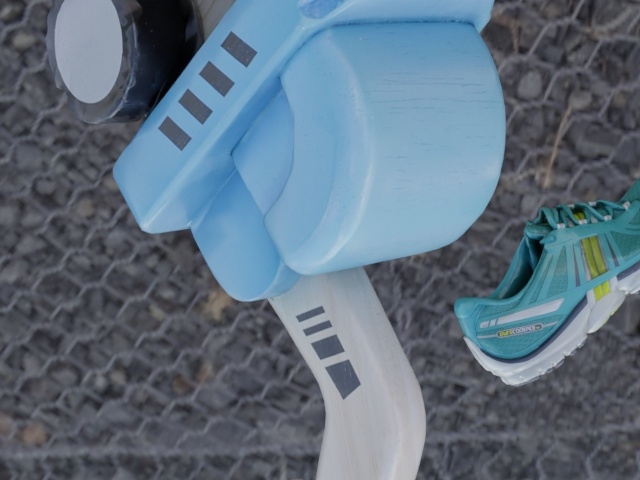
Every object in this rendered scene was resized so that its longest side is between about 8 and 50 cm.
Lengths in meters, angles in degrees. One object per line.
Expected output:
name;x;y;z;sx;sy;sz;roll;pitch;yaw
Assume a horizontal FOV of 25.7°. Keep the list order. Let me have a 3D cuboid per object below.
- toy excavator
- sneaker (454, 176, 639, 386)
toy excavator;0.000;0.000;0.939;0.433;0.222;0.445;-47;63;39
sneaker;0.237;0.009;1.256;0.275;0.107;0.110;-43;97;-10
